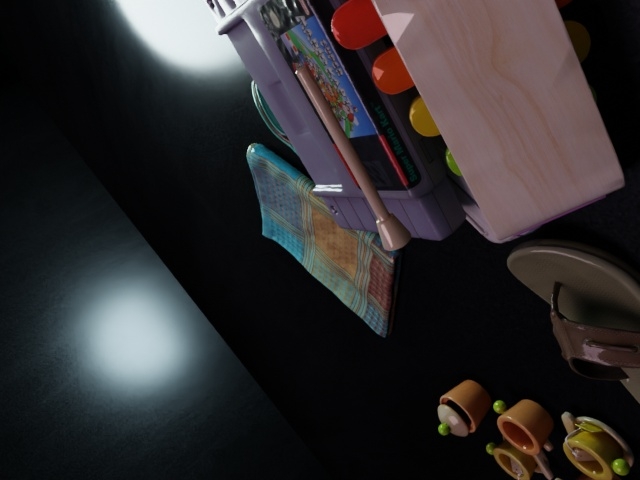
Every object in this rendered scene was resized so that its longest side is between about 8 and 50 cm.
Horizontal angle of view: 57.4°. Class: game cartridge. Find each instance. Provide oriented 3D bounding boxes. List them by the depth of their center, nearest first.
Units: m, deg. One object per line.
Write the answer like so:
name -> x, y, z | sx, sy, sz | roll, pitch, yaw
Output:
game cartridge -> 0.002, -0.159, 0.634 | 0.355, 0.068, 0.230 | 58, 164, -19

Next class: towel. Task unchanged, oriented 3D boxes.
towel -> 0.000, 0.000, 1.100 | 0.370, 0.040, 0.271 | 40, 154, 29

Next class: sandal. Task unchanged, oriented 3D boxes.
sandal -> 0.315, 0.117, 0.613 | 0.302, 0.086, 0.120 | 49, 156, 10

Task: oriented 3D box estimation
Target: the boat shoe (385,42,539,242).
boat shoe -> 0.135, -0.099, 0.647 | 0.258, 0.095, 0.084 | 53, 152, 5

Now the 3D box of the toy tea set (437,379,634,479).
toy tea set -> 0.305, 0.337, 0.881 | 0.336, 0.124, 0.200 | 6, 128, 59

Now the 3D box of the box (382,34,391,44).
box -> 0.032, -0.230, 0.671 | 0.058, 0.087, 0.232 | 56, 155, -6

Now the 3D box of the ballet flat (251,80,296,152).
ballet flat -> -0.018, -0.154, 0.879 | 0.247, 0.083, 0.087 | 49, 170, 15

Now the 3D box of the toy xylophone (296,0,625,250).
toy xylophone -> 0.121, -0.125, 0.497 | 0.081, 0.236, 0.322 | -78, -33, -60
